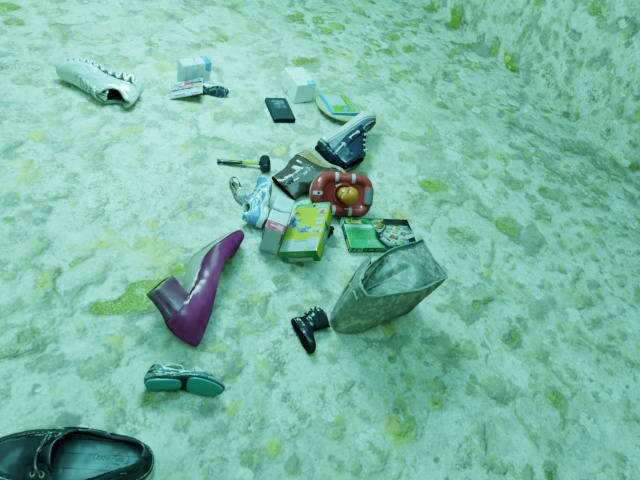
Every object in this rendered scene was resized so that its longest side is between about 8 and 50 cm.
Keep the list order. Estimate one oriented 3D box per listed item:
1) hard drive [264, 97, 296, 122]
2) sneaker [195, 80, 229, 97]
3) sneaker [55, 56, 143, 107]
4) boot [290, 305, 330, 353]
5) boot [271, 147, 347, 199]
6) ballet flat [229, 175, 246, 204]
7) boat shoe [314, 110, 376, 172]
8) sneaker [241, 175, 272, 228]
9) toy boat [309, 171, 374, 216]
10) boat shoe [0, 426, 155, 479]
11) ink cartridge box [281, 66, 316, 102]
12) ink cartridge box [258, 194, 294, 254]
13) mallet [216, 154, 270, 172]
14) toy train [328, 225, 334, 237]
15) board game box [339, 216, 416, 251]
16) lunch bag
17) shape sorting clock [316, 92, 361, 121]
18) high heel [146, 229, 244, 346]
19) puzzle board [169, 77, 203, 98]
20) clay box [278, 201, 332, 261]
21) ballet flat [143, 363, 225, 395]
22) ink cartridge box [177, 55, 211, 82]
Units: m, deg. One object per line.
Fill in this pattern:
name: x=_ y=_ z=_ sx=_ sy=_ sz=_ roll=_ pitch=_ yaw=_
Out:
hard drive: x=-0.164 y=-0.531 z=1.921 sx=0.094 sy=0.022 sz=0.135 roll=-6 pitch=54 yaw=-25
sneaker: x=-0.429 y=-0.608 z=1.870 sx=0.135 sy=0.052 sz=0.058 roll=6 pitch=46 yaw=-16
sneaker: x=-0.785 y=-0.553 z=1.661 sx=0.291 sy=0.110 sz=0.119 roll=14 pitch=57 yaw=-9
boot: x=-0.017 y=0.247 z=1.317 sx=0.099 sy=0.045 sz=0.121 roll=-14 pitch=57 yaw=-33
boot: x=-0.024 y=-0.201 z=1.681 sx=0.248 sy=0.090 sz=0.207 roll=41 pitch=64 yaw=9
ballet flat: x=-0.274 y=-0.170 z=1.570 sx=0.041 sy=0.041 sz=0.114 roll=-15 pitch=59 yaw=-30
boat shoe: x=0.139 y=-0.379 z=1.856 sx=0.340 sy=0.127 sz=0.158 roll=-37 pitch=77 yaw=-30
sneaker: x=-0.206 y=-0.136 z=1.538 sx=0.081 sy=0.080 sz=0.211 roll=12 pitch=47 yaw=-15
toy boat: x=0.081 y=-0.153 z=1.588 sx=0.230 sy=0.151 sz=0.151 roll=3 pitch=7 yaw=-16
boat shoe: x=-0.504 y=0.429 z=0.934 sx=0.339 sy=0.113 sz=0.127 roll=13 pitch=49 yaw=-10
ink cartridge box: x=-0.099 y=-0.669 z=2.015 sx=0.092 sy=0.090 sz=0.143 roll=-15 pitch=57 yaw=-30
ink cartridge box: x=-0.135 y=-0.050 z=1.473 sx=0.063 sy=0.109 sz=0.151 roll=19 pitch=48 yaw=-3
mallet: x=-0.266 y=-0.268 z=1.660 sx=0.189 sy=0.039 sz=0.063 roll=-5 pitch=50 yaw=-19
toy train: x=0.000 y=0.000 z=1.531 sx=0.027 sy=0.036 sz=0.158 roll=35 pitch=49 yaw=10
board game box: x=0.202 y=-0.019 z=1.629 sx=0.259 sy=0.030 sz=0.136 roll=1 pitch=54 yaw=-19
lunch bag: x=0.169 y=0.140 z=1.343 sx=0.286 sy=0.235 sz=0.169 roll=-17 pitch=65 yaw=-32
shape sorting clock: x=0.078 y=-0.574 z=2.035 sx=0.205 sy=0.040 sz=0.206 roll=10 pitch=45 yaw=-11
high heel: x=-0.297 y=0.117 z=1.308 sx=0.181 sy=0.127 sz=0.377 roll=55 pitch=44 yaw=-11
puzzle board: x=-0.514 y=-0.586 z=1.813 sx=0.128 sy=0.011 sz=0.097 roll=-10 pitch=53 yaw=1
clay box: x=-0.040 y=-0.030 z=1.495 sx=0.127 sy=0.053 sz=0.222 roll=-2 pitch=44 yaw=20
ballet flat: x=-0.320 y=0.325 z=1.128 sx=0.188 sy=0.070 sz=0.070 roll=12 pitch=49 yaw=-15
ink cartridge box: x=-0.501 y=-0.673 z=1.870 sx=0.122 sy=0.089 sz=0.052 roll=-24 pitch=63 yaw=-34
